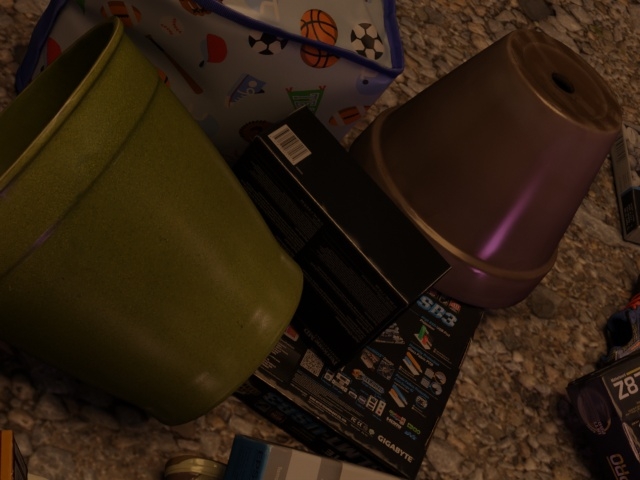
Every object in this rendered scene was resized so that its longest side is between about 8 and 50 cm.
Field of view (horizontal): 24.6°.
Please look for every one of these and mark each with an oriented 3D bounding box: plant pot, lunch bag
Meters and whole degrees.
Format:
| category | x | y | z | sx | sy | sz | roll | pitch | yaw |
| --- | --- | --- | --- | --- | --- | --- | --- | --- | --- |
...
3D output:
| category | x | y | z | sx | sy | sz | roll | pitch | yaw |
| --- | --- | --- | --- | --- | --- | --- | --- | --- | --- |
| plant pot | 0.241 | -0.120 | 1.957 | 0.323 | 0.280 | 0.323 | 26 | 36 | -20 |
| plant pot | -0.219 | 0.010 | 1.608 | 0.353 | 0.366 | 0.366 | 43 | 47 | -18 |
| lunch bag | -0.144 | -0.246 | 1.798 | 0.385 | 0.328 | 0.239 | 12 | 52 | -25 |

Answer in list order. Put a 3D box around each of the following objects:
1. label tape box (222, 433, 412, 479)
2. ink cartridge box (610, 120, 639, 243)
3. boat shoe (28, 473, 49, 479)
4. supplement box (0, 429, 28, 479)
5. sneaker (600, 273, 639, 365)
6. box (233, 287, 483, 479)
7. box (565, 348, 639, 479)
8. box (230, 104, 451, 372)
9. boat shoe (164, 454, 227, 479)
| category | x | y | z | sx | sy | sz | roll | pitch | yaw |
| --- | --- | --- | --- | --- | --- | --- | --- | --- | --- |
| label tape box | 0.043 | 0.377 | 1.613 | 0.348 | 0.115 | 0.249 | 19 | 81 | -21 |
| ink cartridge box | 0.561 | -0.073 | 2.336 | 0.208 | 0.045 | 0.206 | 15 | 55 | -26 |
| boat shoe | -0.249 | 0.308 | 1.539 | 0.254 | 0.095 | 0.079 | 21 | 51 | -19 |
| supplement box | -0.387 | 0.246 | 1.435 | 0.188 | 0.104 | 0.080 | -4 | 60 | -4 |
| sneaker | 0.463 | 0.117 | 2.131 | 0.087 | 0.083 | 0.221 | 30 | 48 | -10 |
| box | 0.034 | 0.126 | 1.852 | 0.295 | 0.073 | 0.293 | 35 | 48 | -9 |
| box | 0.564 | 0.271 | 2.026 | 0.395 | 0.097 | 0.318 | -21 | 86 | -30 |
| box | 0.000 | 0.000 | 1.744 | 0.261 | 0.184 | 0.103 | 49 | 46 | 5 |
| boat shoe | -0.076 | 0.309 | 1.667 | 0.224 | 0.080 | 0.073 | 20 | 59 | -15 |
